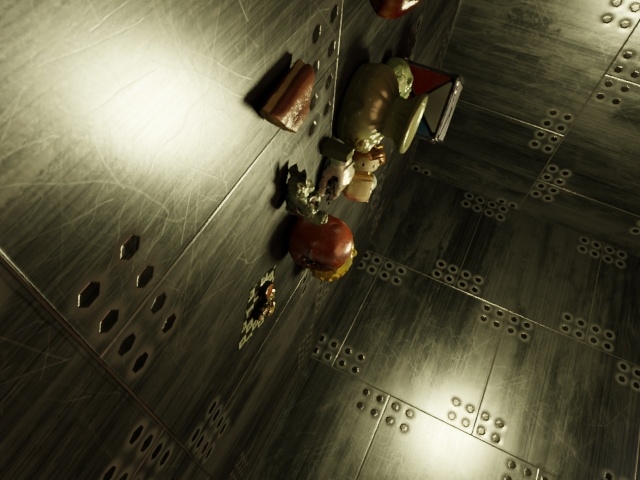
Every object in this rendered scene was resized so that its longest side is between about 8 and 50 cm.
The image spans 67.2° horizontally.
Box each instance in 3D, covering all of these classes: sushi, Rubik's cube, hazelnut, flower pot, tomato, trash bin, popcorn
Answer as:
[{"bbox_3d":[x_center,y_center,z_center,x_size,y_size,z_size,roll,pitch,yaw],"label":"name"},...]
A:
[{"bbox_3d":[-0.193,0.232,1.635,0.192,0.043,0.279,-48,158,-56],"label":"sushi"},{"bbox_3d":[0.450,-0.628,2.194,0.310,0.306,0.306,-22,132,-70],"label":"Rubik's cube"},{"bbox_3d":[0.214,-0.708,1.322,0.177,0.178,0.204,-62,167,-18],"label":"hazelnut"},{"bbox_3d":[0.216,-0.436,1.664,0.307,0.244,0.307,-59,165,-26],"label":"flower pot"},{"bbox_3d":[0.004,0.001,1.651,0.232,0.232,0.188,82,20,-68],"label":"tomato"},{"bbox_3d":[0.057,-0.297,1.599,0.061,0.092,0.042,-54,164,-45],"label":"trash bin"},{"bbox_3d":[0.041,0.042,1.975,0.250,0.190,0.250,-46,155,-29],"label":"popcorn"}]

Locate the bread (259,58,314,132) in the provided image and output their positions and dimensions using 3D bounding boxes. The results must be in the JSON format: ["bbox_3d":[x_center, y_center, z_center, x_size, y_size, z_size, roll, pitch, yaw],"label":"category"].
[{"bbox_3d":[-0.075,-0.304,1.079,0.119,0.067,0.192,85,29,-50],"label":"bread"}]

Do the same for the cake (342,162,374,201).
[{"bbox_3d":[0.108,-0.236,1.845,0.090,0.225,0.109,-4,121,-27],"label":"cake"}]

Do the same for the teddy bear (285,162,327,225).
[{"bbox_3d":[-0.062,-0.130,1.415,0.111,0.133,0.213,-25,144,6],"label":"teddy bear"}]

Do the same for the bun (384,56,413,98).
[{"bbox_3d":[0.299,-0.625,1.945,0.212,0.127,0.204,-67,166,5],"label":"bun"}]

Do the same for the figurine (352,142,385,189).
[{"bbox_3d":[0.187,-0.313,2.032,0.189,0.142,0.263,-105,-156,-54],"label":"figurine"}]

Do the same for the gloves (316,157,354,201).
[{"bbox_3d":[0.058,-0.222,1.725,0.127,0.111,0.212,-59,159,-50],"label":"gloves"}]
